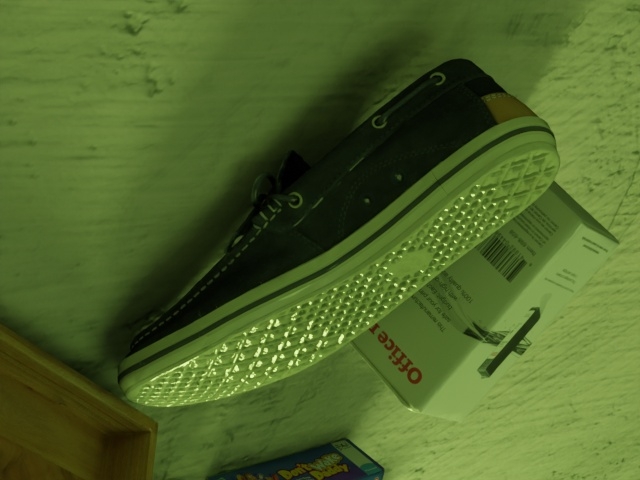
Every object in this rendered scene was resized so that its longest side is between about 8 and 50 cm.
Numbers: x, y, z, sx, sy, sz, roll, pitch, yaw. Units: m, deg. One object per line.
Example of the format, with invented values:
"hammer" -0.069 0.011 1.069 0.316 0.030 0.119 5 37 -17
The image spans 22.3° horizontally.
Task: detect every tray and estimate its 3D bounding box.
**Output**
"tray" -0.286 0.209 1.508 0.076 0.203 0.411 -5 155 23

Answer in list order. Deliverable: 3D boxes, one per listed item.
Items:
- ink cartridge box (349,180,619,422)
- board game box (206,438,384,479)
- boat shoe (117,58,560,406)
"ink cartridge box" 0.155 0.034 1.770 0.273 0.197 0.114 -50 147 11
"board game box" -0.065 0.436 2.050 0.233 0.078 0.347 -9 123 -41
"boat shoe" 0.000 0.000 1.616 0.500 0.156 0.187 -36 154 11
